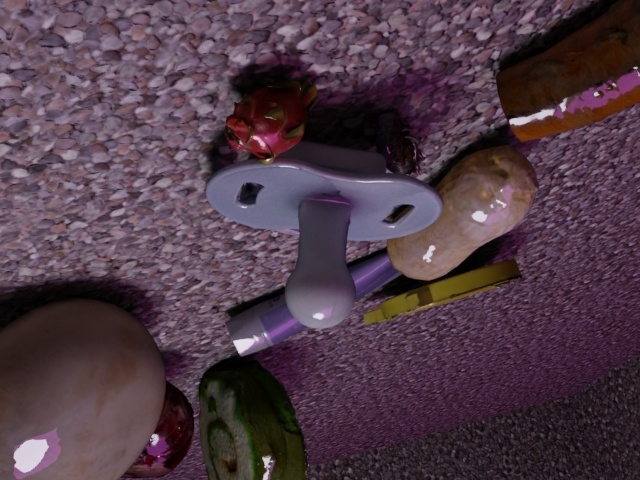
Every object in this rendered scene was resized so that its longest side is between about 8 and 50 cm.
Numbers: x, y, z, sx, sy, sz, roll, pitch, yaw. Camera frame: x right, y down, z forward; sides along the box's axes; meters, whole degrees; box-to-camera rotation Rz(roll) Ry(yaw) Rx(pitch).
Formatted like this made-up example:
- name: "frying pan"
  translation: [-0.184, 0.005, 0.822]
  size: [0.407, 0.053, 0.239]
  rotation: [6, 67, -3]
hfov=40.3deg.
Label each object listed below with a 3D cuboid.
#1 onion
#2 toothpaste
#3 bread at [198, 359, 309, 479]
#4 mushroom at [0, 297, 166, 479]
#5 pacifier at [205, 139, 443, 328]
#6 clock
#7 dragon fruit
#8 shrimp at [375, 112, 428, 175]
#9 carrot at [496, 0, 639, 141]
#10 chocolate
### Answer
- name: "onion"
  translation: [-0.346, 0.332, 1.646]
  size: [0.252, 0.219, 0.252]
  rotation: [13, 132, 15]
- name: "toothpaste"
  translation: [0.013, 0.103, 1.573]
  size: [0.371, 0.080, 0.125]
  rotation: [-24, 157, -3]
- name: "bread"
  translation: [-0.148, 0.451, 1.825]
  size: [0.129, 0.381, 0.366]
  rotation: [-12, 169, -27]
- name: "mushroom"
  translation: [-0.421, 0.239, 1.338]
  size: [0.362, 0.295, 0.362]
  rotation: [-34, 146, -28]
- name: "pacifier"
  translation: [0.000, 0.000, 1.089]
  size: [0.300, 0.233, 0.244]
  rotation: [8, 155, -11]
- name: "clock"
  translation: [0.243, 0.086, 1.694]
  size: [0.294, 0.071, 0.277]
  rotation: [-12, 171, -31]
- name: "dragon fruit"
  translation: [-0.051, -0.139, 0.973]
  size: [0.116, 0.081, 0.086]
  rotation: [-39, 168, -40]
- name: "shrimp"
  translation: [0.109, -0.120, 1.169]
  size: [0.057, 0.065, 0.165]
  rotation: [7, 171, 21]
- name: "carrot"
  translation: [0.369, -0.224, 1.061]
  size: [0.302, 0.138, 0.139]
  rotation: [-24, 158, 28]
- name: "chocolate"
  translation: [0.216, -0.040, 1.344]
  size: [0.134, 0.134, 0.309]
  rotation: [-2, 152, -36]
